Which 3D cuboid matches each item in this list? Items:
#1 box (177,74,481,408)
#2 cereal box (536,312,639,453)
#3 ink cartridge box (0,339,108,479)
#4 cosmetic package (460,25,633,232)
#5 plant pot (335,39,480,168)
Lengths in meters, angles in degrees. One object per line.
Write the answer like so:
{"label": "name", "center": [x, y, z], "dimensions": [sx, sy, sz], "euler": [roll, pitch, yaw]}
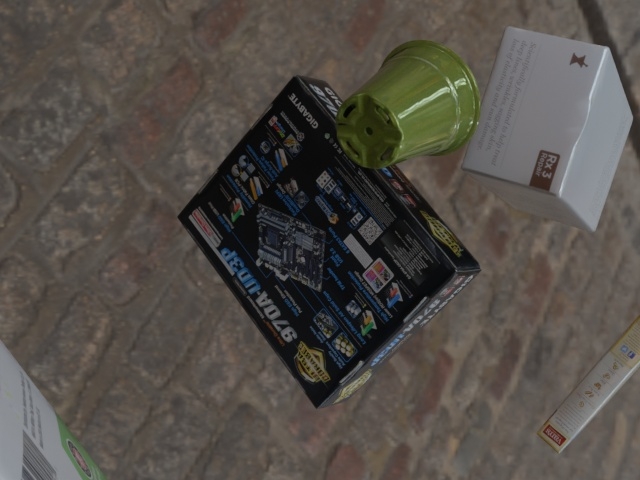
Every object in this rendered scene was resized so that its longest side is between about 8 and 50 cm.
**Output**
{"label": "box", "center": [0.000, 0.000, 0.852], "dimensions": [0.220, 0.175, 0.051], "euler": [51, 25, 20]}
{"label": "cereal box", "center": [0.404, 0.189, 1.435], "dimensions": [0.240, 0.047, 0.173], "euler": [-50, 163, 8]}
{"label": "ink cartridge box", "center": [-0.217, 0.089, 0.495], "dimensions": [0.117, 0.201, 0.278], "euler": [-34, 109, -8]}
{"label": "cosmetic package", "center": [0.192, -0.082, 0.836], "dimensions": [0.231, 0.085, 0.117], "euler": [20, 88, -67]}
{"label": "plant pot", "center": [0.051, -0.084, 0.684], "dimensions": [0.079, 0.083, 0.083], "euler": [-32, 113, -46]}
